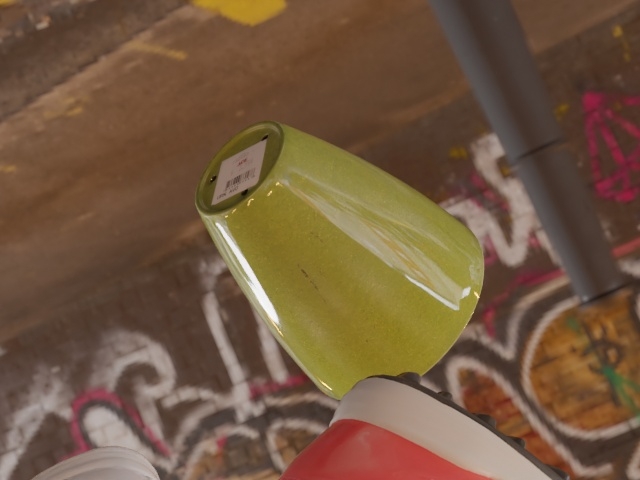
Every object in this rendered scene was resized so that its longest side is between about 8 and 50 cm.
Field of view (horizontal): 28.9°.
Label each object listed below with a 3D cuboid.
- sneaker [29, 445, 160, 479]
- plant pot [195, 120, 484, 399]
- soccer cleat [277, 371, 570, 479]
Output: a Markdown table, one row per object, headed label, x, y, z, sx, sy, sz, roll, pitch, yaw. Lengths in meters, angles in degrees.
| label | x | y | z | sx | sy | sz | roll | pitch | yaw |
| --- | --- | --- | --- | --- | --- | --- | --- | --- | --- |
| sneaker | -0.174 | 0.183 | 0.627 | 0.212 | 0.080 | 0.094 | -30 | -154 | -5 |
| plant pot | 0.000 | 0.000 | 1.472 | 0.275 | 0.275 | 0.293 | -27 | 128 | 27 |
| soccer cleat | 0.110 | 0.170 | 0.447 | 0.116 | 0.318 | 0.108 | -48 | 150 | -23 |
